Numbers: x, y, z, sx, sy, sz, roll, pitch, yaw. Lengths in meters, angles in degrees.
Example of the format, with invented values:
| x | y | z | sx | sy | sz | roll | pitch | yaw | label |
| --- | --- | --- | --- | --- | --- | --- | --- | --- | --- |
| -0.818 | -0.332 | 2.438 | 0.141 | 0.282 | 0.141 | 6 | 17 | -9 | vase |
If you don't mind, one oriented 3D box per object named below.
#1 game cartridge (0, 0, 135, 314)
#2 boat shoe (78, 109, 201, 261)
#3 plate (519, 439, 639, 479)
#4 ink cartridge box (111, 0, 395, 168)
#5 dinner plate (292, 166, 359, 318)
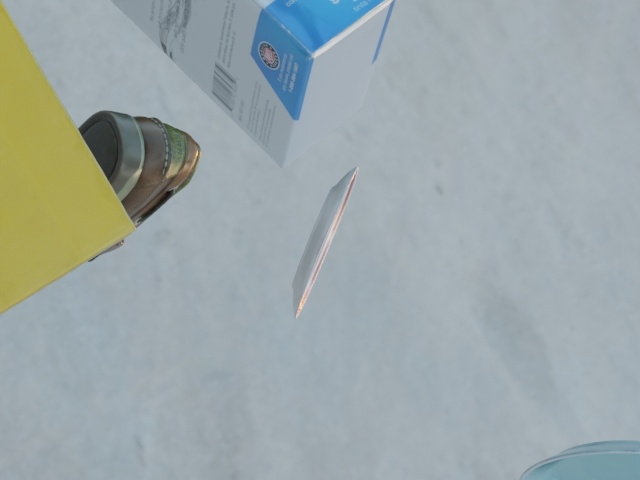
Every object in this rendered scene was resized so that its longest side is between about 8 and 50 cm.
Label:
| x | y | z | sx | sy | sz | roll | pitch | yaw | label |
| --- | --- | --- | --- | --- | --- | --- | --- | --- | --- |
| -0.351 | -0.045 | 1.326 | 0.285 | 0.324 | 0.053 | 61 | -10 | -15 | game cartridge |
| -0.231 | -0.021 | 1.631 | 0.104 | 0.307 | 0.110 | 6 | 66 | -41 | boat shoe |
| 0.271 | 0.209 | 1.523 | 0.188 | 0.188 | 0.024 | 32 | 54 | -45 | plate |
| -0.087 | -0.261 | 1.766 | 0.129 | 0.223 | 0.307 | -39 | 75 | -24 | ink cartridge box |
| 0.000 | 0.000 | 1.456 | 0.017 | 0.141 | 0.141 | 21 | 31 | 2 | dinner plate |
